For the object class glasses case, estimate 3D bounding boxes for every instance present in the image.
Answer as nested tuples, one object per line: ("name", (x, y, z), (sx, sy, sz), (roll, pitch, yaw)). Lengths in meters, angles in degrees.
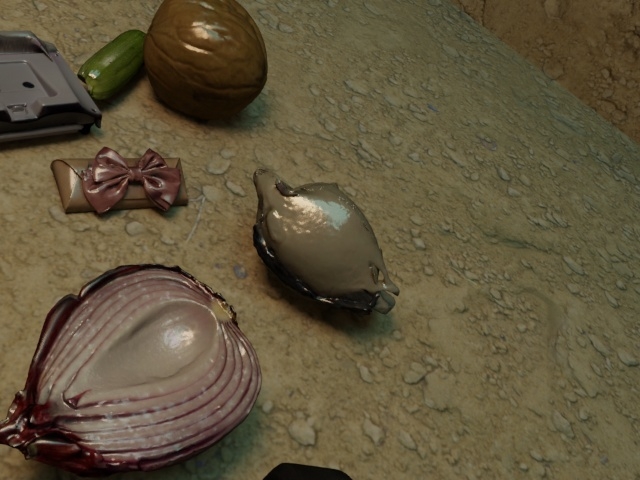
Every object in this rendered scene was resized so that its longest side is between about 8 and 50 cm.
("glasses case", (-0.284, -0.087, 0.854), (0.194, 0.070, 0.102), (-7, 56, -35))

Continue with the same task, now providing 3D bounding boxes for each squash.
("squash", (-0.356, -0.311, 1.015), (0.069, 0.069, 0.238), (24, 36, -9))

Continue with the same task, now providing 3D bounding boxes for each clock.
("clock", (-0.477, -0.226, 0.861), (0.253, 0.083, 0.186), (-21, 64, -42))

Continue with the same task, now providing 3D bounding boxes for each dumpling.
("dumpling", (-0.009, 0.012, 0.884), (0.293, 0.204, 0.163), (45, 73, -9))

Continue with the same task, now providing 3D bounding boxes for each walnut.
("walnut", (-0.200, -0.328, 1.030), (0.228, 0.228, 0.227), (17, 45, -17))

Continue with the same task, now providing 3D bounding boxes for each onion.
("onion", (-0.214, 0.156, 0.630), (0.284, 0.120, 0.227), (-23, 67, -46))

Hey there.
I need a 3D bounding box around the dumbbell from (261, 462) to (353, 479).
("dumbbell", (0.091, 0.346, 0.576), (0.323, 0.203, 0.203), (14, 45, -19))
